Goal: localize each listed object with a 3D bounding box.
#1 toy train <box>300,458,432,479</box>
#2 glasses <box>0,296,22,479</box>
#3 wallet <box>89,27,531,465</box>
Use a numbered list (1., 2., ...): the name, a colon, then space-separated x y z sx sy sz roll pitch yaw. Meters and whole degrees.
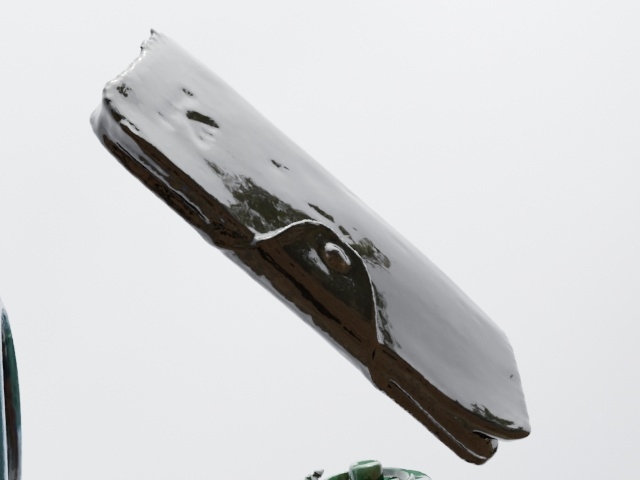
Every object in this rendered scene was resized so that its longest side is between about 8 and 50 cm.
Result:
1. toy train: 0.030 0.145 0.332 0.253 0.157 0.105 -1 -93 -59
2. glasses: -0.165 0.059 0.271 0.207 0.239 0.102 33 -82 -19
3. wallet: 0.000 0.000 0.690 0.377 0.197 0.051 41 -69 -11
